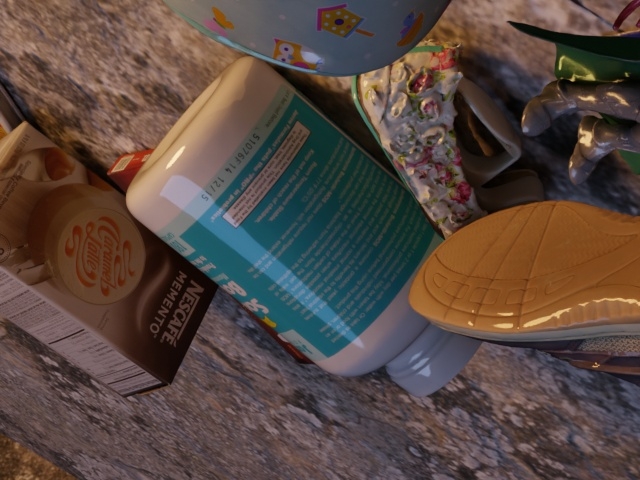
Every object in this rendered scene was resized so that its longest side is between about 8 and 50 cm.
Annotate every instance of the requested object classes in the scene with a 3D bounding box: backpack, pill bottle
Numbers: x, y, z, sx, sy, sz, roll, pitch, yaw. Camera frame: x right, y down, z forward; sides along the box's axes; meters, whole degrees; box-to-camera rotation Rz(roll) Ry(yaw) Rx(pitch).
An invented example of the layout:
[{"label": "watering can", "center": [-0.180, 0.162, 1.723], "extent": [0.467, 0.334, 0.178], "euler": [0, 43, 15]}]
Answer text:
[{"label": "backpack", "center": [0.006, -0.175, 0.585], "extent": [0.166, 0.188, 0.144], "euler": [30, 154, 11]}, {"label": "pill bottle", "center": [0.000, 0.000, 0.945], "extent": [0.264, 0.146, 0.146], "euler": [40, 154, -12]}]

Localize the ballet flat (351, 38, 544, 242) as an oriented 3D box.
[{"label": "ballet flat", "center": [0.102, -0.037, 0.847], "extent": [0.077, 0.091, 0.241], "euler": [-17, 136, 21]}]

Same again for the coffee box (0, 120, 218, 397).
[{"label": "coffee box", "center": [-0.231, 0.023, 1.233], "extent": [0.246, 0.141, 0.098], "euler": [38, 147, -22]}]

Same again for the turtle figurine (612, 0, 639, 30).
[{"label": "turtle figurine", "center": [0.173, -0.164, 0.507], "extent": [0.175, 0.118, 0.234], "euler": [7, 138, 44]}]

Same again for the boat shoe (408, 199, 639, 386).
[{"label": "boat shoe", "center": [0.173, 0.036, 0.728], "extent": [0.285, 0.103, 0.092], "euler": [-6, 134, 46]}]

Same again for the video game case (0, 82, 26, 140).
[{"label": "video game case", "center": [-0.363, -0.121, 1.299], "extent": [0.204, 0.025, 0.285], "euler": [16, 149, 32]}]

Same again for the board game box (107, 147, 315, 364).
[{"label": "board game box", "center": [-0.061, 0.019, 1.188], "extent": [0.281, 0.027, 0.145], "euler": [46, 153, -24]}]

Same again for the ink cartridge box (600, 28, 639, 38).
[{"label": "ink cartridge box", "center": [0.309, -0.043, 0.612], "extent": [0.371, 0.069, 0.176], "euler": [1, 139, 53]}]

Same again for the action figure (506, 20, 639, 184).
[{"label": "action figure", "center": [0.202, -0.048, 0.576], "extent": [0.232, 0.063, 0.137], "euler": [8, 160, 48]}]
